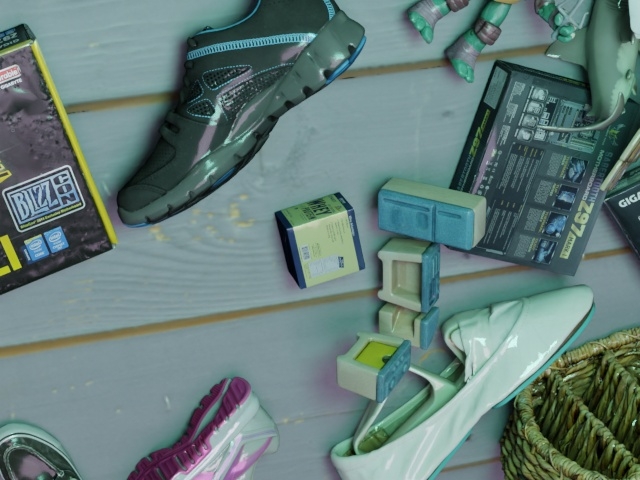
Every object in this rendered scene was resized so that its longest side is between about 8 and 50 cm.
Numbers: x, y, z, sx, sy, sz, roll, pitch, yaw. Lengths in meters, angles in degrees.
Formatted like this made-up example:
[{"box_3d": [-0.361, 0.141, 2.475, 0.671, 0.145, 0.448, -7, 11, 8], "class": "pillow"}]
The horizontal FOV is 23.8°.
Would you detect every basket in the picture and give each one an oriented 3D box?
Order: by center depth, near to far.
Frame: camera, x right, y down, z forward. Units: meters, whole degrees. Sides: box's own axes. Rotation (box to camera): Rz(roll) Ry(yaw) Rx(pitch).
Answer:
[{"box_3d": [0.360, 0.241, 1.873, 0.214, 0.299, 0.223, 11, 111, -20], "class": "basket"}]

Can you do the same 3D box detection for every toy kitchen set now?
[{"box_3d": [0.103, 0.062, 1.759, 0.122, 0.166, 0.207, 13, 123, 24], "class": "toy kitchen set"}]

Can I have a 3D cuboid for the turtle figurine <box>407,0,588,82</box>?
[{"box_3d": [0.220, -0.291, 1.704, 0.234, 0.118, 0.175, -39, 103, 19], "class": "turtle figurine"}]

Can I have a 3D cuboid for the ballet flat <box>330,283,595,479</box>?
[{"box_3d": [0.168, 0.175, 1.890, 0.400, 0.139, 0.139, -46, 118, 5], "class": "ballet flat"}]

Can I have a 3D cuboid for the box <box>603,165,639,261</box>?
[{"box_3d": [0.485, -0.040, 1.872, 0.220, 0.051, 0.175, -27, 112, 24], "class": "box"}]

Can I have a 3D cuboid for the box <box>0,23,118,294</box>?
[{"box_3d": [-0.411, -0.052, 1.621, 0.322, 0.079, 0.257, -22, 119, -8], "class": "box"}]

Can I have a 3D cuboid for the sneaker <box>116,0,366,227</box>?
[{"box_3d": [-0.111, -0.153, 1.674, 0.341, 0.125, 0.139, -43, 91, 6], "class": "sneaker"}]

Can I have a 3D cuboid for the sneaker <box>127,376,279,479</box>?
[{"box_3d": [-0.143, 0.290, 1.839, 0.252, 0.103, 0.111, -45, 116, 5], "class": "sneaker"}]

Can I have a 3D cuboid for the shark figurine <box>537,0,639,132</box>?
[{"box_3d": [0.314, -0.204, 1.766, 0.116, 0.278, 0.166, 6, 150, 19], "class": "shark figurine"}]

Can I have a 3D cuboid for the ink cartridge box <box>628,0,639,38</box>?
[{"box_3d": [0.411, -0.325, 1.712, 0.082, 0.190, 0.139, 4, 119, 27], "class": "ink cartridge box"}]

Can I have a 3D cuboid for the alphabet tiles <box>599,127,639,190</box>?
[{"box_3d": [0.393, -0.142, 1.780, 0.009, 0.237, 0.198, 34, 100, 11], "class": "alphabet tiles"}]

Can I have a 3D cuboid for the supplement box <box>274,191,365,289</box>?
[{"box_3d": [0.000, 0.000, 1.788, 0.083, 0.056, 0.083, -17, 117, -10], "class": "supplement box"}]

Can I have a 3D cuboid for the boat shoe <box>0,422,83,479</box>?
[{"box_3d": [-0.311, 0.305, 1.808, 0.078, 0.070, 0.219, -37, 118, 0], "class": "boat shoe"}]

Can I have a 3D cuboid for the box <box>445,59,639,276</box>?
[{"box_3d": [0.261, -0.084, 1.837, 0.183, 0.059, 0.232, 11, 107, -22], "class": "box"}]
